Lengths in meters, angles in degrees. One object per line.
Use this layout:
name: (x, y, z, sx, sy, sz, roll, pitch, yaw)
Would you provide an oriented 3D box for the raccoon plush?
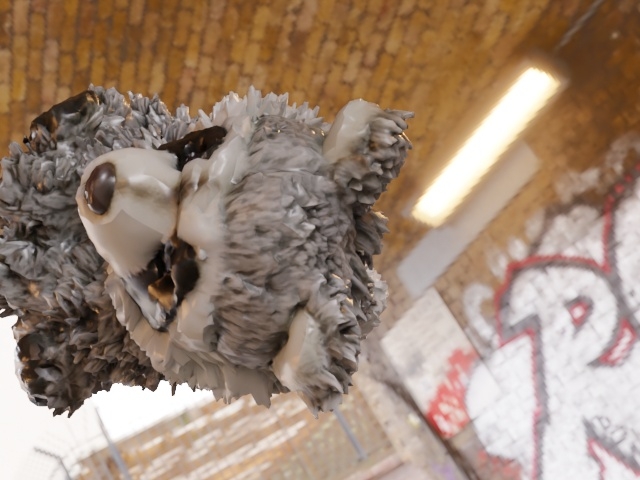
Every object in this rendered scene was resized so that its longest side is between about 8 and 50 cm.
raccoon plush: (0.000, 0.000, 0.753, 0.299, 0.216, 0.446, 1, 4, 39)
